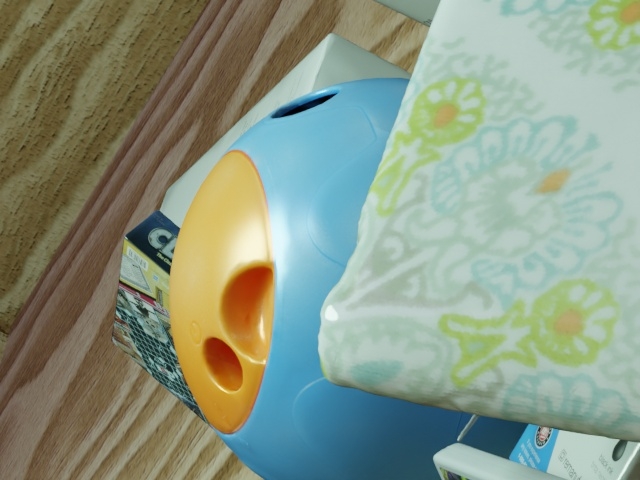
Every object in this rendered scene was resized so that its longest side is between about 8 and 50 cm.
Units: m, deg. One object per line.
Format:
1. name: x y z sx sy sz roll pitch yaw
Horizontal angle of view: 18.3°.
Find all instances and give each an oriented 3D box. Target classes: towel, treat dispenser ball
1. towel: 0.201 -0.068 0.993 0.320 0.090 0.374 6 61 30
2. treat dispenser ball: 0.043 0.038 1.310 0.288 0.288 0.288 -57 16 27

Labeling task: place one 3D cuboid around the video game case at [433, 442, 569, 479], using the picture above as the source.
1. video game case: 0.130 0.195 1.037 0.022 0.173 0.190 -26 8 -13

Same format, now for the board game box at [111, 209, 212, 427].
1. board game box: -0.066 0.104 1.620 0.042 0.243 0.165 -41 -18 -31

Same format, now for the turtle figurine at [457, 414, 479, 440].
1. turtle figurine: 0.131 -0.005 1.102 0.234 0.118 0.175 -59 14 -17

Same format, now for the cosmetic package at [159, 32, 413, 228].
1. cosmetic package: 0.000 0.000 1.681 0.385 0.217 0.156 -42 26 59

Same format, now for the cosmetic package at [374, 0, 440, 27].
1. cosmetic package: 0.109 -0.256 1.583 0.097 0.284 0.377 -66 14 -8

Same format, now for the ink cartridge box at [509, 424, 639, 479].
1. ink cartridge box: 0.202 0.078 1.094 0.203 0.086 0.148 -62 14 11
